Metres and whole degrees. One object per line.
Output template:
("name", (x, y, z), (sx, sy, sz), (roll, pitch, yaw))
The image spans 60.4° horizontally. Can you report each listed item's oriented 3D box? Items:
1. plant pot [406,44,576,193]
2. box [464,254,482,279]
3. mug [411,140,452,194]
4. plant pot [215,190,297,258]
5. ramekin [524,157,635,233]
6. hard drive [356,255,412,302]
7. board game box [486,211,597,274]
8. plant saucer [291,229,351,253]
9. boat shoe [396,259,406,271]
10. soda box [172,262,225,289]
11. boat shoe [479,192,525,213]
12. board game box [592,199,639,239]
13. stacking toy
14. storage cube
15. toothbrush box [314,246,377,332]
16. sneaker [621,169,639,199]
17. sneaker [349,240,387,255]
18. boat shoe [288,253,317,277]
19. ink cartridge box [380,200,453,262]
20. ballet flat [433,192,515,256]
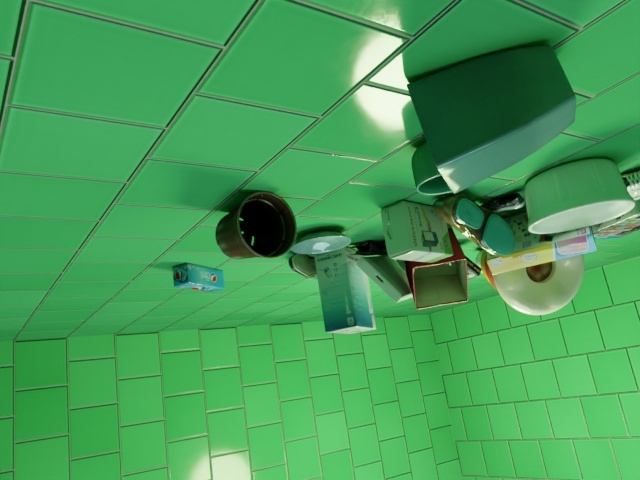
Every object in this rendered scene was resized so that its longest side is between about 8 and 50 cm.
("plant pot", (0.299, -0.216, 0.943), (0.234, 0.165, 0.165), (-21, 161, 19))
("box", (0.519, 0.101, 2.225), (0.184, 0.045, 0.191), (40, 149, -11))
("mug", (0.278, -0.169, 1.205), (0.158, 0.097, 0.129), (-5, 164, -17))
("plant pot", (-0.173, -0.025, 1.389), (0.167, 0.166, 0.165), (3, 169, -36))
("ramekin", (0.713, -0.123, 1.546), (0.278, 0.135, 0.277), (-8, 165, -2))
("hard drive", (0.265, 0.135, 2.037), (0.040, 0.203, 0.308), (-52, 161, 17))
("board game box", (0.705, -0.017, 1.783), (0.317, 0.064, 0.242), (-17, -154, 28))
("plant saucer", (0.000, 0.000, 1.774), (0.195, 0.037, 0.195), (-9, 165, -2))
("boat shoe", (0.413, 0.085, 2.101), (0.301, 0.108, 0.102), (26, 144, -31))
("soda box", (-0.430, 0.135, 1.954), (0.067, 0.071, 0.210), (-16, 163, 24))
("boat shoe", (0.543, -0.114, 1.664), (0.142, 0.049, 0.040), (-12, 131, 37))
("board game box", (1.074, -0.092, 1.933), (0.224, 0.097, 0.303), (-4, 165, -17))
("stacking toy", (0.753, 0.083, 2.163), (0.351, 0.350, 0.480), (-6, -176, -8))
("storage cube", (0.396, 0.096, 1.915), (0.184, 0.193, 0.214), (-10, 125, 3))
("toothbrush box", (0.092, 0.184, 2.006), (0.126, 0.295, 0.216), (-14, 165, 23))
("sneaker", (0.941, -0.172, 1.601), (0.095, 0.090, 0.235), (11, 156, -28))
("sneaker", (0.188, 0.029, 1.956), (0.170, 0.051, 0.089), (-8, 170, 12))
("boat shoe", (-0.067, 0.101, 2.013), (0.079, 0.083, 0.233), (-14, 167, 18))
("ink cartridge box", (0.286, -0.023, 1.630), (0.213, 0.154, 0.093), (6, 159, -42))
("ballet flat", (0.453, -0.049, 1.650), (0.342, 0.116, 0.124), (24, 175, -38))
